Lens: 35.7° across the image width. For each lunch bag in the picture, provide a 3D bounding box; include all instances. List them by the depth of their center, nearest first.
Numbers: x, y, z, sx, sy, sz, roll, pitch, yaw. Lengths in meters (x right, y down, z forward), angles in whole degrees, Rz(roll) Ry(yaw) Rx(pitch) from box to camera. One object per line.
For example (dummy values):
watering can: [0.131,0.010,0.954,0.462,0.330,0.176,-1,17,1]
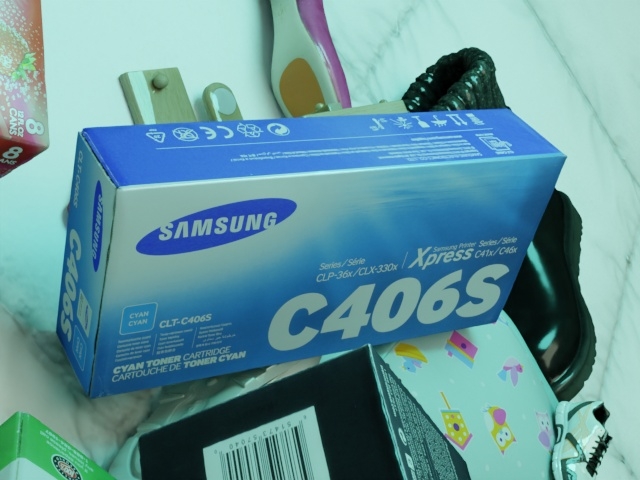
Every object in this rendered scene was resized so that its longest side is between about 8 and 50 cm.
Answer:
lunch bag: [0.106,0.179,0.842,0.223,0.160,0.262,-38,108,-50]

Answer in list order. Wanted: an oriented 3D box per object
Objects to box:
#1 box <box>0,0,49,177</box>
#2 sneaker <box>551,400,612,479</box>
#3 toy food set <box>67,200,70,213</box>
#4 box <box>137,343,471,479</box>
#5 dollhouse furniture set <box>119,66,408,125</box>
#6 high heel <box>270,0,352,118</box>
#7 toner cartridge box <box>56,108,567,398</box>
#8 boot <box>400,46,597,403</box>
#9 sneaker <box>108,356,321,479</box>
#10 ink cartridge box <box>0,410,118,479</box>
box: [-0.254,-0.163,0.597,0.128,0.122,0.257,12,64,-48]
sneaker: [0.219,0.174,0.824,0.040,0.043,0.109,53,34,-32]
toy food set: [-0.149,-0.019,0.739,0.082,0.020,0.083,-30,98,-51]
box: [0.009,0.173,0.600,0.207,0.153,0.108,51,19,-50]
dollhouse furniture set: [-0.044,-0.109,0.786,0.144,0.151,0.123,-16,84,-44]
high heel: [-0.002,-0.197,0.951,0.117,0.082,0.244,-19,75,-42]
toner cartridge box: [0.000,0.000,0.702,0.347,0.165,0.075,-7,38,-31]
boot: [0.167,-0.014,1.019,0.260,0.131,0.348,53,30,-30]
sneaker: [-0.063,0.139,0.732,0.235,0.090,0.095,-46,123,-46]
ink cartridge box: [-0.135,0.212,0.514,0.153,0.087,0.208,47,8,-26]
